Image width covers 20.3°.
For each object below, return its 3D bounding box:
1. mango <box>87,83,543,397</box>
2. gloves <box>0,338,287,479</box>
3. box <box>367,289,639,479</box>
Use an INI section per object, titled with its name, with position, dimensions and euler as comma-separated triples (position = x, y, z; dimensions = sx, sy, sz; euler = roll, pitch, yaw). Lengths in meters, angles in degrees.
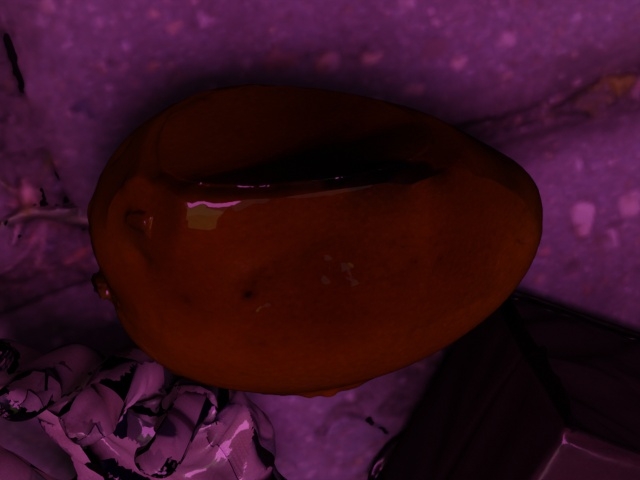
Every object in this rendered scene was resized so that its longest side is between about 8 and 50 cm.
[mango]
position = 0.000, 0.000, 0.912
dimensions = 0.236, 0.136, 0.166
euler = -5, 129, -13
[gloves]
position = -0.109, 0.103, 0.952
dimensions = 0.128, 0.111, 0.212
euler = -16, 129, 34
[box]
position = 0.181, 0.148, 0.982
dimensions = 0.252, 0.188, 0.153
euler = 19, 110, -16
